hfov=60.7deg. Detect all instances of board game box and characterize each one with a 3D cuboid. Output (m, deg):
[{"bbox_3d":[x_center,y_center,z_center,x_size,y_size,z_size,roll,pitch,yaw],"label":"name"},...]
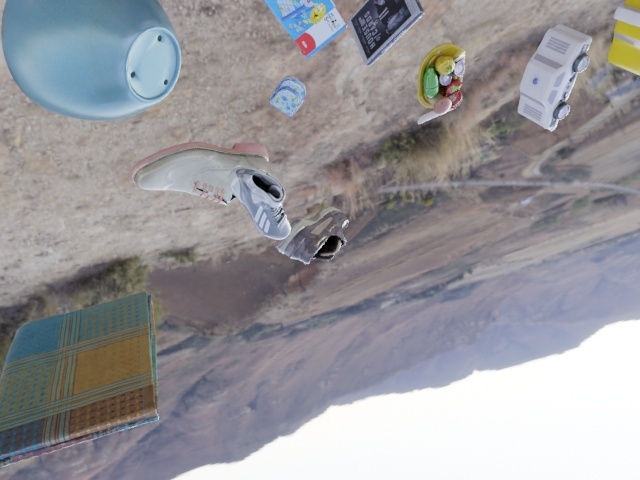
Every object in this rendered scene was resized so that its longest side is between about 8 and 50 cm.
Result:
[{"bbox_3d":[-0.104,-0.490,0.891,0.086,0.308,0.302,-34,130,12],"label":"board game box"}]

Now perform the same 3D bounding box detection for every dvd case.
[{"bbox_3d":[0.192,-0.674,1.653,0.029,0.179,0.238,-1,154,-43],"label":"dvd case"}]

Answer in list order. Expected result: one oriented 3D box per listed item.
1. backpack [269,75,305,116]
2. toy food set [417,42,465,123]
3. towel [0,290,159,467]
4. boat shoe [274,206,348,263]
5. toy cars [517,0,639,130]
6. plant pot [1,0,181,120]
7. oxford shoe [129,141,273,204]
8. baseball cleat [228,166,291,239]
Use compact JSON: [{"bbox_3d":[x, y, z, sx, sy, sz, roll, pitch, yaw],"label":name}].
[{"bbox_3d":[-0.106,-0.486,1.838,0.105,0.084,0.114,31,117,-15],"label":"backpack"},{"bbox_3d":[0.315,-0.380,1.372,0.128,0.071,0.218,-19,140,-9],"label":"toy food set"},{"bbox_3d":[-0.427,0.226,0.969,0.271,0.040,0.370,-14,-151,-13],"label":"towel"},{"bbox_3d":[0.000,0.000,1.597,0.132,0.130,0.355,-54,166,28],"label":"boat shoe"},{"bbox_3d":[0.471,-0.330,0.951,0.087,0.177,0.393,-14,173,-28],"label":"toy cars"},{"bbox_3d":[-0.365,-0.335,0.967,0.195,0.290,0.290,25,-177,21],"label":"plant pot"},{"bbox_3d":[-0.299,-0.170,1.463,0.396,0.147,0.140,-12,159,-30],"label":"oxford shoe"},{"bbox_3d":[-0.099,-0.063,1.080,0.109,0.072,0.206,10,153,40],"label":"baseball cleat"}]
